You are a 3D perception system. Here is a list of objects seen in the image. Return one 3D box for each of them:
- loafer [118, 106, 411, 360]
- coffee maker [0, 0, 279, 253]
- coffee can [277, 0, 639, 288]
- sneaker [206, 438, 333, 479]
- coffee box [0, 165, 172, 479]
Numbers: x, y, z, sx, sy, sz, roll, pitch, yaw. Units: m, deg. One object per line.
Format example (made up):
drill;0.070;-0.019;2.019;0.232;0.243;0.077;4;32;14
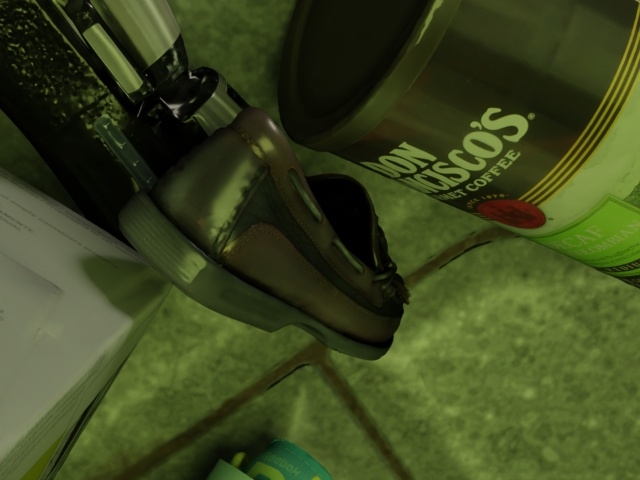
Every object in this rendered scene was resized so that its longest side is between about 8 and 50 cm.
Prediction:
loafer;0.000;0.000;0.801;0.095;0.109;0.302;-51;158;8
coffee maker;-0.141;-0.082;0.818;0.171;0.120;0.178;-23;116;24
coffee can;0.143;-0.099;0.836;0.275;0.201;0.201;22;101;-22
sneaker;-0.094;0.216;0.875;0.319;0.127;0.208;18;99;-59
coffee box;-0.317;0.096;0.635;0.338;0.338;0.334;32;100;-2
